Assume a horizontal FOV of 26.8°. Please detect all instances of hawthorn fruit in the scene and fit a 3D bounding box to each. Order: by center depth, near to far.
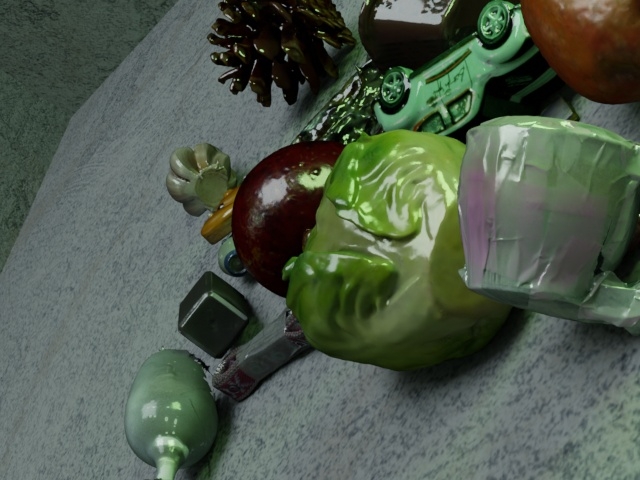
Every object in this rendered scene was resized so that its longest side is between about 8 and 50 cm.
[{"bbox_3d":[0.318,-0.233,1.355,0.210,0.210,0.262,-47,34,21],"label":"hawthorn fruit"}]

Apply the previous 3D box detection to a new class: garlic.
[{"bbox_3d":[-0.213,-0.130,2.442,0.127,0.131,0.194,-18,33,12],"label":"garlic"}]

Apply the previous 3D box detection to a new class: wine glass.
[{"bbox_3d":[-0.207,0.276,1.803,0.143,0.143,0.321,-46,22,24],"label":"wine glass"}]

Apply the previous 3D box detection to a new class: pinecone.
[{"bbox_3d":[-0.074,-0.349,2.328,0.264,0.264,0.264,-45,23,25],"label":"pinecone"}]

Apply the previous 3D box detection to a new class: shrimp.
[{"bbox_3d":[0.036,-0.129,1.967,0.445,0.085,0.272,-56,29,-9],"label":"shrimp"}]

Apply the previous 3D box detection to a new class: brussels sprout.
[{"bbox_3d":[0.085,0.011,1.454,0.294,0.227,0.259,5,77,58],"label":"brussels sprout"}]

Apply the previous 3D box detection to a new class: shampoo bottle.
[{"bbox_3d":[-0.159,0.105,1.991,0.079,0.080,0.246,-51,8,2],"label":"shampoo bottle"}]

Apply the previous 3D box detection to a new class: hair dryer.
[{"bbox_3d":[-0.092,-0.025,2.146,0.199,0.067,0.167,-47,14,-8],"label":"hair dryer"}]

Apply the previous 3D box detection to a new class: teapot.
[{"bbox_3d":[0.232,-0.011,1.234,0.163,0.222,0.178,100,180,-87],"label":"teapot"}]

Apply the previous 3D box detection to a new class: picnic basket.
[{"bbox_3d":[0.198,-0.326,1.777,0.129,0.222,0.297,17,72,45],"label":"picnic basket"}]

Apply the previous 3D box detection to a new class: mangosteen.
[{"bbox_3d":[0.000,0.000,1.705,0.215,0.215,0.257,-44,50,27],"label":"mangosteen"}]

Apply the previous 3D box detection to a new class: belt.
[{"bbox_3d":[-0.067,0.146,1.815,0.232,0.053,0.071,-36,26,42],"label":"belt"}]

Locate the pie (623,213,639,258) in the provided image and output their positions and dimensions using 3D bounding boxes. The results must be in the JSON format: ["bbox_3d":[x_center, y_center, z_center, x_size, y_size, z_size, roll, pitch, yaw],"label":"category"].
[{"bbox_3d":[0.282,-0.023,1.329,0.153,0.038,0.153,-42,26,26],"label":"pie"}]

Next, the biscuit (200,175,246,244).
[{"bbox_3d":[-0.131,-0.067,2.218,0.170,0.050,0.170,-42,9,8],"label":"biscuit"}]

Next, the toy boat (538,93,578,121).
[{"bbox_3d":[0.251,-0.115,1.562,0.115,0.016,0.063,-48,21,18],"label":"toy boat"}]

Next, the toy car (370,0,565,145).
[{"bbox_3d":[0.198,-0.179,1.615,0.306,0.136,0.125,-27,63,45],"label":"toy car"}]
